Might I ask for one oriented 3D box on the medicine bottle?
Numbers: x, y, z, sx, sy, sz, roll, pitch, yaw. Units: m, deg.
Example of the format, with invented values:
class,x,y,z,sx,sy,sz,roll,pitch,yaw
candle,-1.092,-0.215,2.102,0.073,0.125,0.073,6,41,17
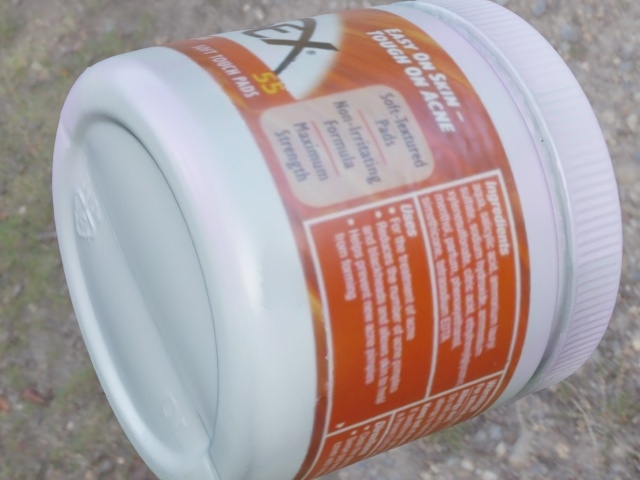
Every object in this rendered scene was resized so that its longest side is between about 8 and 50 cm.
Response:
class,x,y,z,sx,sy,sz,roll,pitch,yaw
medicine bottle,0.000,0.000,0.734,0.241,0.252,0.252,-15,48,-29
